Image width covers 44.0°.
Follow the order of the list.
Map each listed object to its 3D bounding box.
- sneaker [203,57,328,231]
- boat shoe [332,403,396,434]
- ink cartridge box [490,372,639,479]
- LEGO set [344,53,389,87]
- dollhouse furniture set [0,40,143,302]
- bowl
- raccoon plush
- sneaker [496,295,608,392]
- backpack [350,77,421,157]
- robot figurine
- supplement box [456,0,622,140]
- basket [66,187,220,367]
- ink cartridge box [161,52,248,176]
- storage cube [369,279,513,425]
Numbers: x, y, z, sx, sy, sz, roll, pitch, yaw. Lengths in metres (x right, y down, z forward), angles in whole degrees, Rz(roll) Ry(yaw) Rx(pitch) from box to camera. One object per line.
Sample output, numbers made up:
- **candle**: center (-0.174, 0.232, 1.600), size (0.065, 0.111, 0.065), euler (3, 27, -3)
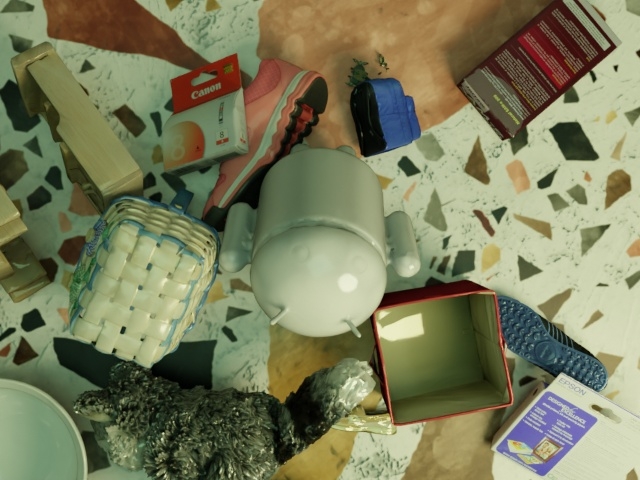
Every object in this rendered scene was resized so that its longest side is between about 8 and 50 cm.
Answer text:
- **sneaker**: center (-0.116, -0.160, 1.320), size (0.136, 0.116, 0.314), euler (35, 95, 23)
- **boat shoe**: center (0.065, 0.302, 1.352), size (0.135, 0.050, 0.045), euler (7, 88, -11)
- **ink cartridge box**: center (0.426, 0.323, 1.311), size (0.206, 0.045, 0.208), euler (30, 123, -1)
- **LEGO set**: center (0.076, -0.285, 1.347), size (0.083, 0.023, 0.054), euler (-12, 94, -14)
- **dollhouse furniture set**: center (-0.504, -0.075, 1.187), size (0.394, 0.362, 0.256), euler (-34, 82, -20)
- **bowl**: center (-0.513, 0.361, 1.301), size (0.297, 0.134, 0.298), euler (0, 91, 0)
- **raccoon plush**: center (-0.166, 0.242, 1.261), size (0.446, 0.216, 0.299), euler (-42, 88, 5)
- **sneaker**: center (0.379, 0.180, 1.341), size (0.232, 0.090, 0.081), euler (39, 92, 19)
- **backpack**: center (0.105, -0.208, 1.313), size (0.101, 0.098, 0.120), euler (-18, 92, -29)
- **robot figurine**: center (0.000, 0.000, 1.201), size (0.299, 0.354, 0.200), euler (0, 134, 3)
- **supplement box**: center (0.362, -0.293, 1.322), size (0.239, 0.073, 0.130), euler (-40, 91, 0)
- **basket**: center (-0.265, 0.047, 1.210), size (0.201, 0.289, 0.255), euler (25, 95, -5)
- **ink cartridge box**: center (-0.192, -0.208, 1.282), size (0.145, 0.045, 0.179), euler (-15, 75, 26)
- **storage cube**: center (0.181, 0.171, 1.275), size (0.214, 0.193, 0.184), euler (-10, 92, 0)
